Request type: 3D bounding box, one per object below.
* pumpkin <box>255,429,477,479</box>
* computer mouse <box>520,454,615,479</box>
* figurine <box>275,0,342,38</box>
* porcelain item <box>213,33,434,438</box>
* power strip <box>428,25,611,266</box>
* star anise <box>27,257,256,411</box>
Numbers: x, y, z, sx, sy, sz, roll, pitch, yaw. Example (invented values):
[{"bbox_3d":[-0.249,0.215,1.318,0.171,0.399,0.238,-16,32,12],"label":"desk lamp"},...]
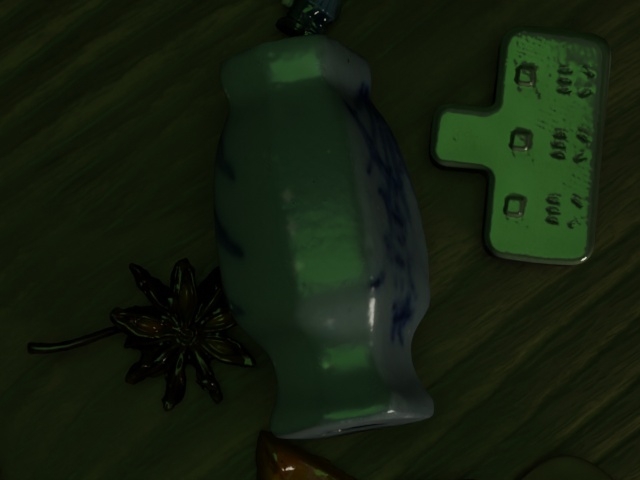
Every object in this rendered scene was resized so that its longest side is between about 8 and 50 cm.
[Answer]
[{"bbox_3d":[0.029,0.371,1.670,0.258,0.095,0.290,10,82,12],"label":"pumpkin"},{"bbox_3d":[0.303,0.343,1.689,0.145,0.082,0.236,-40,85,-6],"label":"computer mouse"},{"bbox_3d":[0.007,-0.294,1.759,0.086,0.087,0.149,33,83,-35],"label":"figurine"},{"bbox_3d":[0.000,0.000,1.647,0.178,0.242,0.405,-15,78,21],"label":"porcelain item"},{"bbox_3d":[0.218,-0.108,1.748,0.194,0.059,0.265,6,84,-1],"label":"power strip"},{"bbox_3d":[-0.178,0.086,1.706,0.234,0.073,0.177,24,92,-15],"label":"star anise"}]
